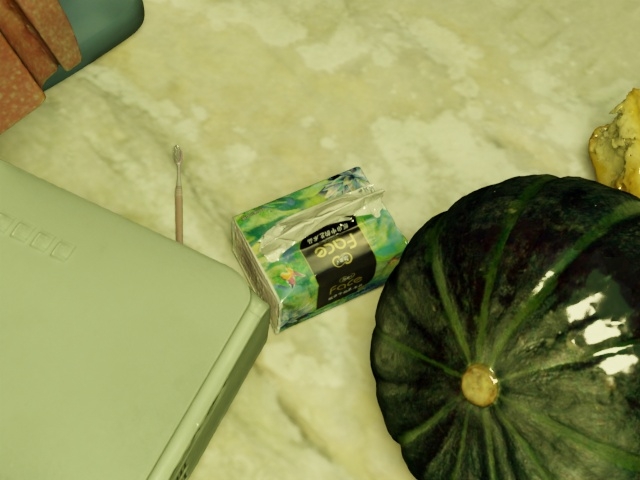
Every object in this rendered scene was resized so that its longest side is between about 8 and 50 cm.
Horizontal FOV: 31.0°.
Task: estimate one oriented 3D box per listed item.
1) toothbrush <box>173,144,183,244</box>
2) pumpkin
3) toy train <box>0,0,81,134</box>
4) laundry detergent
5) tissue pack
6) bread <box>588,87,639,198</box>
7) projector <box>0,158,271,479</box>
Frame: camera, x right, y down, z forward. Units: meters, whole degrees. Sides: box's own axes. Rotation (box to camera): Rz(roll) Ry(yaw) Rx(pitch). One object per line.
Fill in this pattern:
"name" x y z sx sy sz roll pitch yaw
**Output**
"toothbrush" -0.112 -0.034 0.911 0.006 0.008 0.097 -8 61 6
"pumpkin" 0.157 0.083 0.763 0.250 0.216 0.250 -10 70 31
"toy train" -0.322 -0.151 0.830 0.221 0.150 0.304 -38 45 -9
"laundry detergent" -0.245 -0.157 0.942 0.096 0.061 0.206 41 65 12
"tissue pack" -0.001 0.000 0.860 0.111 0.079 0.085 -23 64 -17
"bread" 0.302 -0.011 0.870 0.174 0.121 0.245 -11 66 6
"projector" -0.188 0.080 0.782 0.250 0.108 0.198 25 60 7
